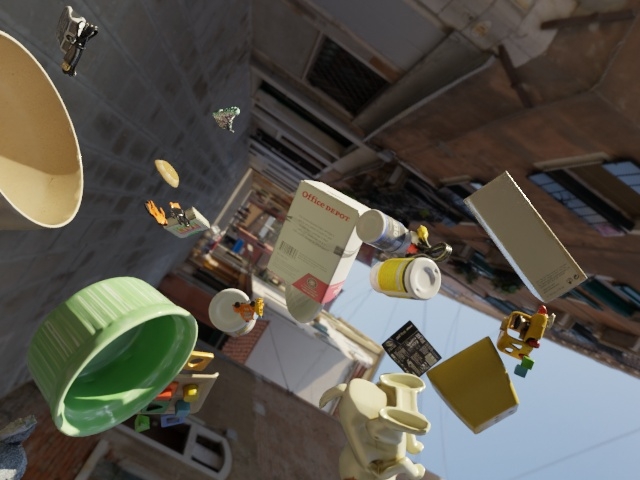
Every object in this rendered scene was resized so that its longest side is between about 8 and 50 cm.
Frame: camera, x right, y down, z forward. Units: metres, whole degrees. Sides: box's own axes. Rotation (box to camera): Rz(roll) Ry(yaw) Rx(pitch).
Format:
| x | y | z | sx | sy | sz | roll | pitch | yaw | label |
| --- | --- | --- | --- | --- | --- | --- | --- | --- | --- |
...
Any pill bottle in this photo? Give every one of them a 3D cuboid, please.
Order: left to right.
| x | y | z | sx | sy | sz | roll | pitch | yaw | label |
| --- | --- | --- | --- | --- | --- | --- | --- | --- | --- |
| -0.290 | 0.253 | 1.511 | 0.136 | 0.136 | 0.246 | -60 | 174 | -17 | pill bottle |
| 0.150 | -0.017 | 1.029 | 0.078 | 0.137 | 0.078 | -14 | -113 | 37 | pill bottle |
| 0.239 | 0.111 | 1.303 | 0.119 | 0.119 | 0.208 | -60 | -158 | -17 | pill bottle |

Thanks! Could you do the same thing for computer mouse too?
| x | y | z | sx | sy | sz | roll | pitch | yaw | label |
| --- | --- | --- | --- | --- | --- | --- | --- | --- | --- |
| -0.454 | -0.381 | 0.829 | 0.106 | 0.042 | 0.193 | -54 | -133 | 21 | computer mouse |

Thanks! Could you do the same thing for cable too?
| x | y | z | sx | sy | sz | roll | pitch | yaw | label |
| --- | --- | --- | --- | --- | --- | --- | --- | --- | --- |
| 0.351 | 0.029 | 1.542 | 0.139 | 0.072 | 0.287 | -50 | -171 | 7 | cable |

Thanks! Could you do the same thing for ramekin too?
| x | y | z | sx | sy | sz | roll | pitch | yaw | label |
| --- | --- | --- | --- | --- | --- | --- | --- | --- | --- |
| -0.416 | 0.220 | 0.897 | 0.303 | 0.148 | 0.304 | -43 | 155 | -25 | ramekin |

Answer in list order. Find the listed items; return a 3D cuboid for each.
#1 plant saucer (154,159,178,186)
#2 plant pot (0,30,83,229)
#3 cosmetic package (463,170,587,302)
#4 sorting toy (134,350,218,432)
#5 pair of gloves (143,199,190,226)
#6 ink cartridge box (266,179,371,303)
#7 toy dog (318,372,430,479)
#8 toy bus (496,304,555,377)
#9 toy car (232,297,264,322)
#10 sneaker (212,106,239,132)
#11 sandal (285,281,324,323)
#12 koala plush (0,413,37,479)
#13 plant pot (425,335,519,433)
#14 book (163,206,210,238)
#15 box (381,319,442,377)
| x | y | z | sx | sy | sz | roll | pitch | yaw | label |
| --- | --- | --- | --- | --- | --- | --- | --- | --- | --- |
| -0.389 | -0.175 | 1.139 | 0.015 | 0.083 | 0.083 | -33 | -167 | 7 | plant saucer |
| -0.514 | -0.141 | 0.650 | 0.284 | 0.190 | 0.285 | 169 | -90 | -88 | plant pot |
| 0.497 | -0.011 | 1.109 | 0.113 | 0.310 | 0.160 | -35 | 175 | 13 | cosmetic package |
| -0.373 | 0.402 | 1.129 | 0.348 | 0.195 | 0.047 | -60 | -142 | 33 | sorting toy |
| -0.294 | -0.051 | 0.855 | 0.083 | 0.074 | 0.010 | 5 | 128 | -51 | pair of gloves |
| 0.000 | 0.000 | 1.252 | 0.117 | 0.207 | 0.283 | -9 | 126 | -60 | ink cartridge box |
| 0.179 | 0.707 | 1.544 | 0.285 | 0.394 | 0.409 | -93 | -170 | -70 | toy dog |
| 0.558 | 0.254 | 1.247 | 0.191 | 0.104 | 0.202 | -20 | 129 | -65 | toy bus |
| -0.133 | 0.129 | 0.810 | 0.122 | 0.060 | 0.041 | 122 | -34 | -78 | toy car |
| -0.256 | -0.338 | 1.259 | 0.098 | 0.069 | 0.038 | 8 | -141 | 39 | sneaker |
| -0.040 | 0.129 | 1.510 | 0.169 | 0.102 | 0.416 | -42 | -148 | 13 | sandal |
| -0.605 | 0.408 | 0.765 | 0.221 | 0.203 | 0.197 | 38 | 65 | -75 | koala plush |
| 0.461 | 0.440 | 1.306 | 0.212 | 0.212 | 0.187 | -31 | -125 | 1 | plant pot |
| -0.388 | -0.046 | 1.290 | 0.096 | 0.035 | 0.144 | -22 | 169 | -2 | book |
| 0.342 | 0.415 | 1.671 | 0.147 | 0.180 | 0.077 | -41 | -156 | 2 | box |
